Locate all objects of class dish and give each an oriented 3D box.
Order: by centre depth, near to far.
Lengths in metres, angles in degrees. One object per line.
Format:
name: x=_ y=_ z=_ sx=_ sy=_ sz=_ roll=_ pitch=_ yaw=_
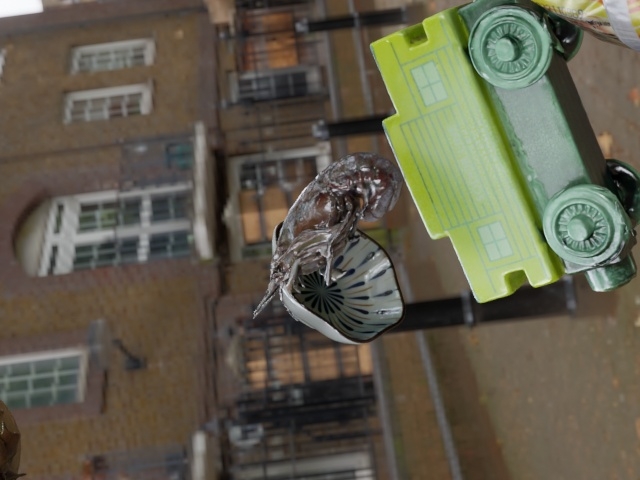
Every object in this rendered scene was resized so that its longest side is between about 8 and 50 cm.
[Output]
dish: x=0.008 y=0.056 z=1.413 sx=0.066 sy=0.190 sz=0.191 roll=-45 pitch=38 yaw=39

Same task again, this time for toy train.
toy train: x=0.235 y=-0.123 z=1.490 sx=0.179 sy=0.272 sz=0.442 roll=-33 pitch=-79 yaw=-56

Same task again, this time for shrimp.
shrimp: x=0.000 y=0.000 z=0.901 sx=0.165 sy=0.065 sz=0.056 roll=-57 pitch=-8 yaw=20

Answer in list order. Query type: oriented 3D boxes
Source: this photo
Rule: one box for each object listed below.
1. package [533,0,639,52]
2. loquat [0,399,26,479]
package: x=0.322 y=-0.203 z=1.007 sx=0.223 sy=0.288 sz=0.108 roll=12 pitch=104 yaw=43
loquat: x=-0.532 y=0.292 z=1.599 sx=0.275 sy=0.275 sz=0.275 roll=-7 pitch=-90 yaw=-90
